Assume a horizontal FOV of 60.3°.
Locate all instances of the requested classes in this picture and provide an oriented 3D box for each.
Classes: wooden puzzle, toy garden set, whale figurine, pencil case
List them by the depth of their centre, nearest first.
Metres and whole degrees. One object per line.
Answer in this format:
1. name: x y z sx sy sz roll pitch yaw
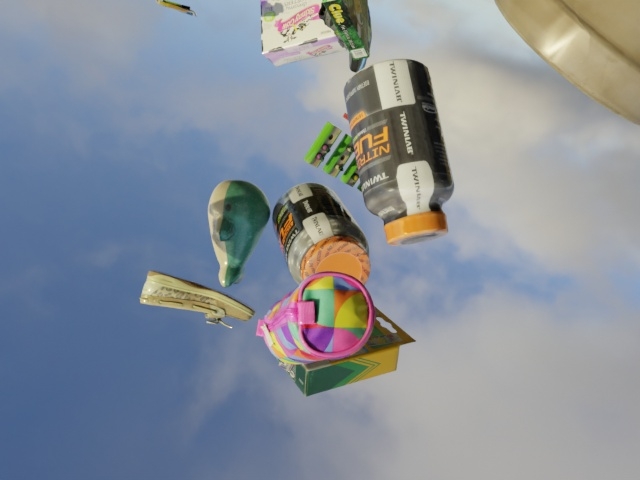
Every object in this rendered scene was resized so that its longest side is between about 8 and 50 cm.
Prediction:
1. pencil case: -0.014 0.104 0.680 0.104 0.236 0.105 4 -107 -15
2. wooden puzzle: -0.261 -0.427 1.005 0.078 0.014 0.116 12 -162 -20
3. toy garden set: 0.108 -0.229 1.361 0.244 0.204 0.049 22 -161 -42
4. whale figurine: -0.200 -0.018 1.400 0.141 0.272 0.216 2 -179 9

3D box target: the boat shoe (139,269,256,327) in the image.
1. boat shoe: -0.305 0.157 1.386 0.285 0.090 0.104 20 173 -8

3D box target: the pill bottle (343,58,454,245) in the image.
1. pill bottle: 0.116 -0.119 0.787 0.130 0.130 0.246 -3 -103 -33

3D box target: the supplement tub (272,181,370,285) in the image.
1. supplement tub: 0.000 0.000 1.312 0.193 0.194 0.316 8 -157 -19

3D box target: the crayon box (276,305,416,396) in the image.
1. crayon box: 0.058 0.278 1.435 0.322 0.083 0.203 -9 -154 -27

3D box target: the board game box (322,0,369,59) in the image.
1. board game box: 0.035 -0.395 0.745 0.030 0.260 0.136 -5 166 17

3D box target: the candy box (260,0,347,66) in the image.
1. candy box: -0.035 -0.473 1.118 0.164 0.197 0.070 -6 171 22

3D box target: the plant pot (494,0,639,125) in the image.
1. plant pot: 0.459 -0.367 0.760 0.323 0.280 0.323 21 -137 -21

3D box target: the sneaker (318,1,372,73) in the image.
1. sneaker: 0.040 -0.361 0.894 0.078 0.188 0.067 -5 -133 16
